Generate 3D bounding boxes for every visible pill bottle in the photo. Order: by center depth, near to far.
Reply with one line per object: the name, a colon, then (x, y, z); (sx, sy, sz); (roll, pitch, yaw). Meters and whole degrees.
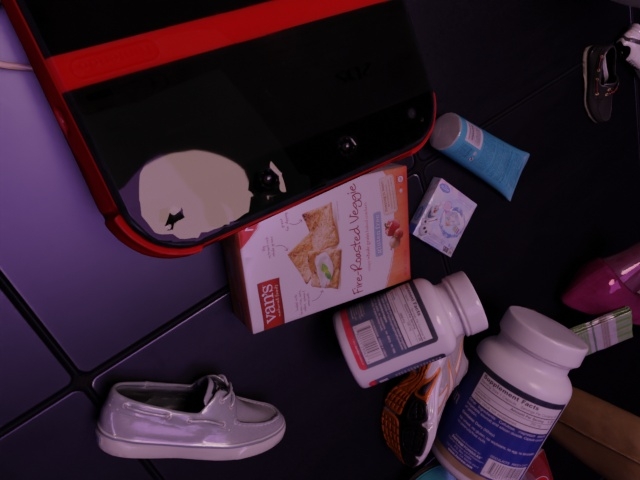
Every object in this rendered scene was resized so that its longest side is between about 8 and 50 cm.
pill bottle: (0.117, 0.111, 0.678); (0.180, 0.108, 0.108); (-23, 119, 6)
pill bottle: (0.292, 0.246, 0.814); (0.153, 0.153, 0.265); (14, 107, -33)

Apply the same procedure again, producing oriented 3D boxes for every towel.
towel: (0.505, 0.180, 0.975); (0.152, 0.023, 0.113); (-26, 136, 11)

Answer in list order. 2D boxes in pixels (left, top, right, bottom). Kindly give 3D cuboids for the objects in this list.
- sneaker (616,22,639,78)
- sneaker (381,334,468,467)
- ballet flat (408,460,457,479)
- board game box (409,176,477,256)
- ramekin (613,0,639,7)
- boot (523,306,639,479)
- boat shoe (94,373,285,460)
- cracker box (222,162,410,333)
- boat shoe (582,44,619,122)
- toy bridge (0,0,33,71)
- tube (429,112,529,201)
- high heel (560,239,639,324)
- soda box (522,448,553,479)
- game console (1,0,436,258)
sneaker: (0.535, -0.312, 0.886); (0.043, 0.040, 0.109); (-40, 119, 4)
sneaker: (0.176, 0.222, 0.797); (0.121, 0.099, 0.263); (-1, 106, -36)
ballet flat: (0.152, 0.447, 0.869); (0.074, 0.074, 0.203); (41, 84, -33)
board game box: (0.178, -0.033, 0.761); (0.090, 0.020, 0.090); (28, 90, -34)
ramekin: (0.414, -0.415, 0.627); (0.303, 0.303, 0.148); (24, 100, -34)
boot: (0.430, 0.257, 0.852); (0.089, 0.269, 0.236); (-20, 115, -27)
boat shoe: (-0.137, 0.200, 0.607); (0.227, 0.079, 0.081); (10, 104, -30)
cracker box: (0.000, 0.000, 0.636); (0.232, 0.067, 0.156); (-16, 112, -26)
boat shoe: (0.463, -0.254, 0.854); (0.049, 0.042, 0.133); (-33, 120, -21)
toy bridge: (-0.284, -0.185, 0.431); (0.188, 0.026, 0.063); (30, 89, -34)
tube: (0.242, -0.123, 0.759); (0.207, 0.052, 0.080); (18, 100, -39)
high heel: (0.606, 0.136, 1.048); (0.181, 0.127, 0.377); (-35, 129, 16)
soda box: (0.401, 0.489, 1.019); (0.092, 0.083, 0.263); (-36, 121, -16)
game console: (-0.070, -0.196, 0.511); (0.386, 0.060, 0.342); (-27, 102, -25)
